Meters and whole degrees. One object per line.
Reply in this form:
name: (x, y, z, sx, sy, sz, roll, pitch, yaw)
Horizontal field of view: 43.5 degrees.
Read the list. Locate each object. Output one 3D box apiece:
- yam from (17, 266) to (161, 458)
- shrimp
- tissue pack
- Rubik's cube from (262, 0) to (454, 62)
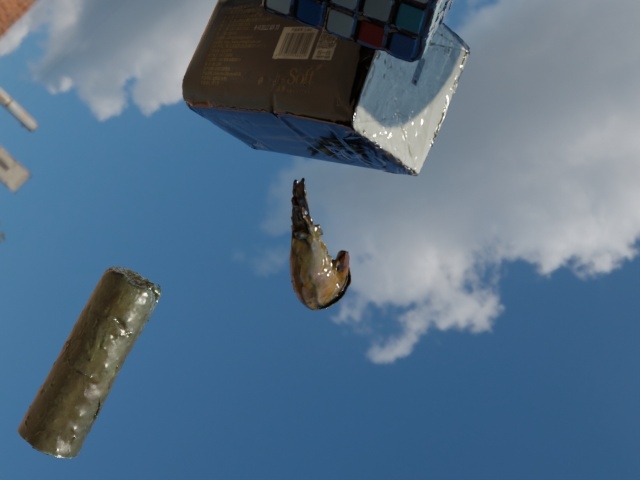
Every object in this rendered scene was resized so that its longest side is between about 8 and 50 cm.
yam: (-0.306, 0.158, 1.080, 0.093, 0.093, 0.259, 16, -105, 44)
shrimp: (-0.009, -0.001, 1.368, 0.117, 0.262, 0.066, -26, -143, -35)
tissue pack: (-0.002, -0.234, 1.136, 0.370, 0.198, 0.210, 16, -102, 44)
Rubik's cube: (0.063, -0.324, 0.819, 0.187, 0.184, 0.182, 21, -132, 10)
